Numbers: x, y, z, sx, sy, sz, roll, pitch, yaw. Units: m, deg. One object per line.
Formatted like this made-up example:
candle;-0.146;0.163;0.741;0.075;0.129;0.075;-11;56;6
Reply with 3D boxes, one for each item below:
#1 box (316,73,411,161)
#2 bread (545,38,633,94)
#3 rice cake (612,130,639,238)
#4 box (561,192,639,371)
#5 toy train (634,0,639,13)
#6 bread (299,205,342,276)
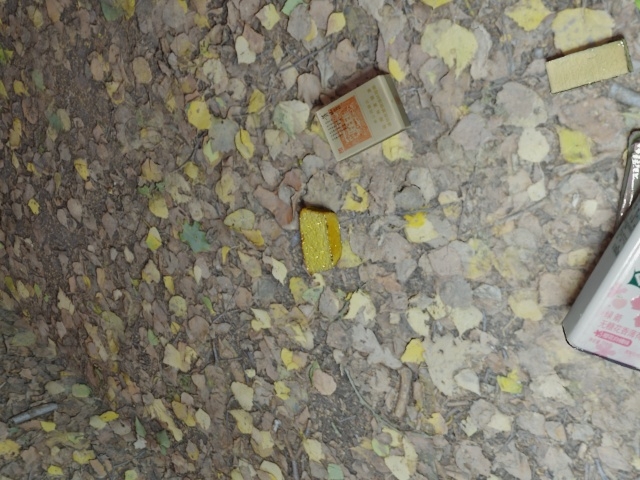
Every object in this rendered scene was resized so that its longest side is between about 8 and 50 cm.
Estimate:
box;0.100;-0.288;1.536;0.201;0.058;0.141;-21;92;39
bread;0.511;-0.332;1.243;0.153;0.028;0.068;-11;98;39
rice cake;0.601;-0.078;1.249;0.055;0.049;0.270;5;109;12
box;0.620;0.070;1.217;0.190;0.112;0.370;20;120;0
toy train;0.628;-0.387;1.021;0.253;0.157;0.105;35;129;55
bread;0.000;0.000;1.700;0.103;0.065;0.188;-1;103;34
